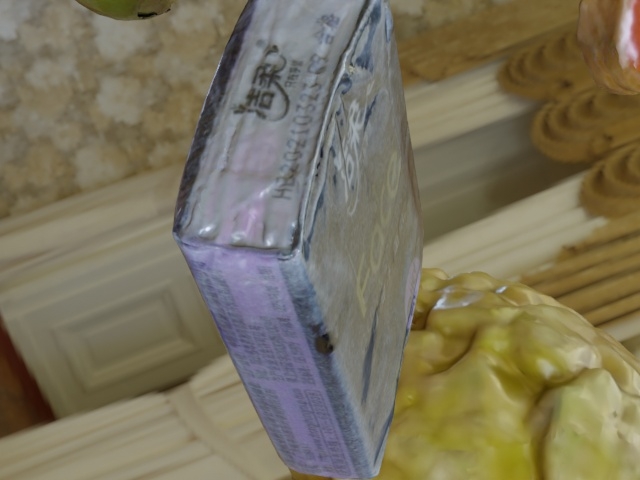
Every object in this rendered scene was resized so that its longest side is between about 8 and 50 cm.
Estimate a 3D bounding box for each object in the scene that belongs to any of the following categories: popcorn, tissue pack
[{"bbox_3d":[0.143,0.204,1.000,0.344,0.354,0.390,13,63,-35],"label":"popcorn"},{"bbox_3d":[0.000,0.000,0.447,0.156,0.051,0.112,72,27,-55],"label":"tissue pack"}]

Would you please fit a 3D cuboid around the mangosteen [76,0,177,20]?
[{"bbox_3d":[-0.066,-0.332,0.806,0.381,0.421,0.381,39,0,0],"label":"mangosteen"}]

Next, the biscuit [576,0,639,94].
[{"bbox_3d":[0.200,-0.088,0.524,0.036,0.165,0.250,18,-8,47],"label":"biscuit"}]
